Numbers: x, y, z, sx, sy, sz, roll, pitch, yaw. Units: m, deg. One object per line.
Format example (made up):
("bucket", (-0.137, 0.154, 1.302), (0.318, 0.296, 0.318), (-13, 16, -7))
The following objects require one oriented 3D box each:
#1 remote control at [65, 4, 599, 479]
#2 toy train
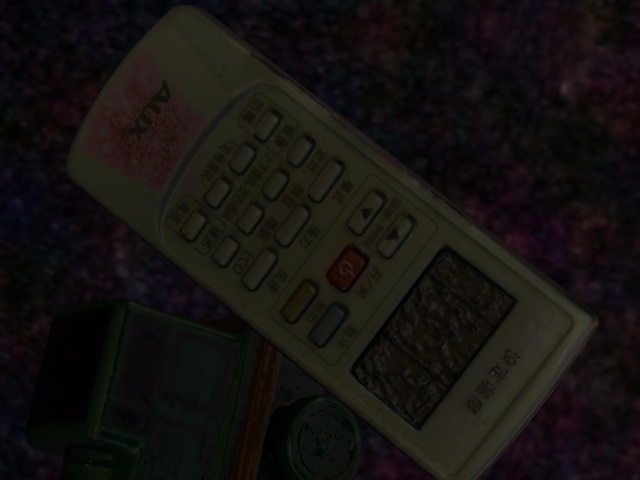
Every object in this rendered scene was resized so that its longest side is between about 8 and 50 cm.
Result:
("remote control", (0.000, 0.000, 1.089), (0.145, 0.344, 0.050), (-54, 168, 9))
("toy train", (-0.121, 0.213, 1.383), (0.249, 0.178, 0.429), (24, 69, -32))
